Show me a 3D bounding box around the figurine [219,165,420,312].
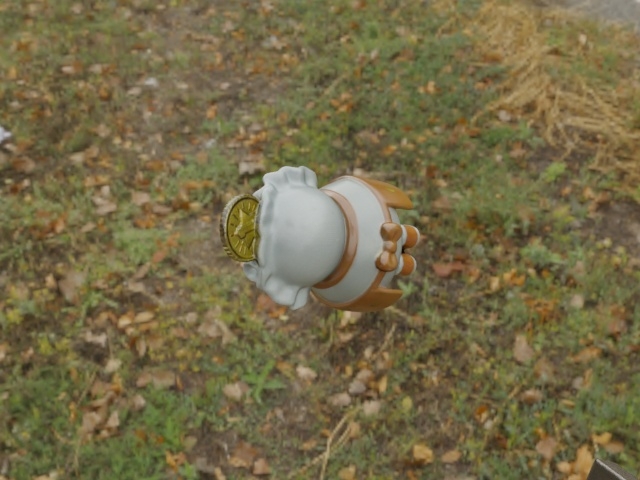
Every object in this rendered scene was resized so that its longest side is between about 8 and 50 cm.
[{"bbox_3d":[0.009,0.000,0.860,0.143,0.143,0.271,20,5,27],"label":"figurine"}]

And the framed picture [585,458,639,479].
[{"bbox_3d":[0.201,0.228,0.527,0.023,0.128,0.168,19,7,-26],"label":"framed picture"}]
